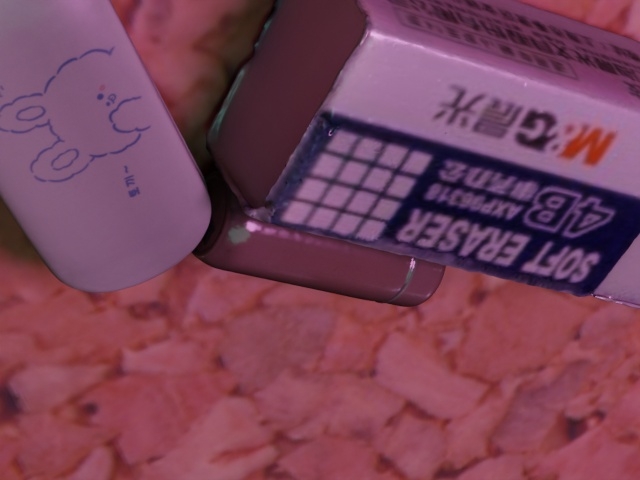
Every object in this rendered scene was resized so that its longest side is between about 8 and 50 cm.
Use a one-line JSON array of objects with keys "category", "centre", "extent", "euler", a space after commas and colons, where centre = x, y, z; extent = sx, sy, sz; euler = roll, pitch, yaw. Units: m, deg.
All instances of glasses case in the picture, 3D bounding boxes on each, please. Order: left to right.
[{"category": "glasses case", "centre": [-0.123, -0.066, 0.781], "extent": [0.092, 0.059, 0.233], "euler": [-25, 131, -2]}]

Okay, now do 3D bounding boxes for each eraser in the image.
[{"category": "eraser", "centre": [0.098, -0.050, 0.875], "extent": [0.287, 0.086, 0.130], "euler": [14, 121, -32]}]

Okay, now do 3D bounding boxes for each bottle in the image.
[{"category": "bottle", "centre": [0.000, 0.000, 0.893], "extent": [0.140, 0.053, 0.053], "euler": [14, 120, -31]}]
